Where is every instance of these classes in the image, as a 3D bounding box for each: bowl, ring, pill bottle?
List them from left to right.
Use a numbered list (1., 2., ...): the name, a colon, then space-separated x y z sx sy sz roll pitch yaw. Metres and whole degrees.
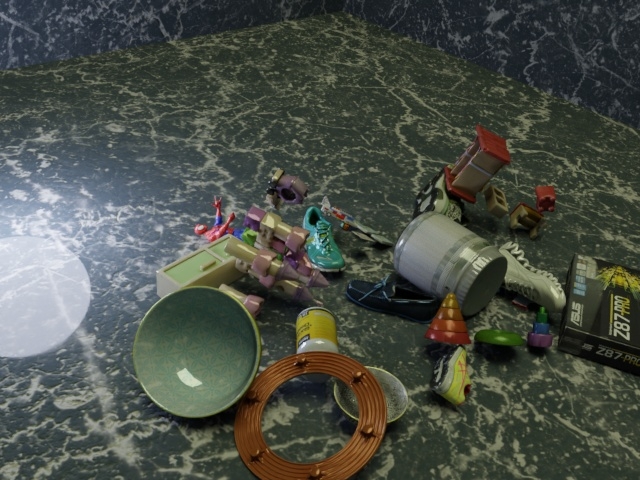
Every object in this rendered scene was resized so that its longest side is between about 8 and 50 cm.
1. bowl: -0.261 0.253 1.538 0.290 0.289 0.156 16 -7 12
2. ring: -0.025 0.375 1.451 0.337 0.032 0.336 -7 46 8
3. pill bottle: -0.008 0.258 1.658 0.103 0.103 0.184 4 34 -6
4. bowl: 0.110 0.376 1.532 0.170 0.080 0.170 5 34 -3

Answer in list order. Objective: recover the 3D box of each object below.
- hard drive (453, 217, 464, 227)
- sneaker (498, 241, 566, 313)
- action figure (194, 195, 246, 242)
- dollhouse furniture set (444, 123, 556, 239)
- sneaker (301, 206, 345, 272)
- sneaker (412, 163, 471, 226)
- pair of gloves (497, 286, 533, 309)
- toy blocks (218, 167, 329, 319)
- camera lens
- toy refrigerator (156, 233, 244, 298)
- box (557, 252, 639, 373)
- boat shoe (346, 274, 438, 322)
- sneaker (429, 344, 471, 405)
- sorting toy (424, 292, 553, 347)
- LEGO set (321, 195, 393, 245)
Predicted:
1. hard drive: 0.447 0.006 2.114 0.135 0.022 0.094 55 41 -9
2. sneaker: 0.592 0.122 1.959 0.118 0.110 0.292 -18 39 -19
3. action figure: -0.239 -0.051 2.030 0.281 0.138 0.091 4 17 -2
4. dollhouse furniture set: 0.619 -0.191 2.234 0.374 0.201 0.152 27 36 -14
5. sneaker: 0.000 0.000 2.029 0.107 0.109 0.275 -6 37 -19
6. sneaker: 0.435 -0.116 2.310 0.182 0.158 0.410 41 34 -7
7. pair of gloves: 0.589 0.139 2.028 0.198 0.023 0.159 28 39 27
8. toy blocks: -0.081 0.040 1.753 0.260 0.288 0.308 26 53 5
9. camera lens: 0.363 0.060 1.919 0.219 0.219 0.274 -23 45 -37
10. toy refrigerator: -0.315 0.081 1.859 0.102 0.094 0.270 29 39 28
11. box: 0.861 0.210 1.918 0.319 0.097 0.395 16 35 16
12. boat shoe: 0.204 0.146 1.877 0.259 0.089 0.109 13 34 7
13. sneaker: 0.332 0.335 1.656 0.094 0.081 0.208 45 32 0
14. sorting toy: 0.450 0.208 1.764 0.366 0.126 0.127 5 -1 -16
15. LEGO set: 0.110 -0.058 2.093 0.182 0.060 0.244 35 13 34
